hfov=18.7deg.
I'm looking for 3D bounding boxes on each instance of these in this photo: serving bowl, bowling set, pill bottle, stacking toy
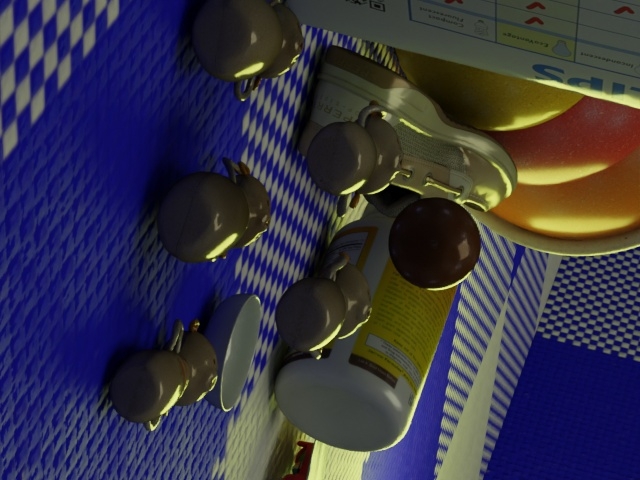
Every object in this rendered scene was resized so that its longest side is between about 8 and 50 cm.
[{"bbox_3d":[-0.067,0.074,1.344,0.083,0.027,0.083,14,90,-79],"label":"serving bowl"},{"bbox_3d":[0.000,0.000,1.185,0.154,0.200,0.287,-16,123,-78],"label":"bowling set"},{"bbox_3d":[0.046,0.063,1.647,0.117,0.117,0.215,89,20,-52],"label":"pill bottle"},{"bbox_3d":[0.170,-0.199,1.683,0.480,0.350,0.351,26,78,-60],"label":"stacking toy"}]

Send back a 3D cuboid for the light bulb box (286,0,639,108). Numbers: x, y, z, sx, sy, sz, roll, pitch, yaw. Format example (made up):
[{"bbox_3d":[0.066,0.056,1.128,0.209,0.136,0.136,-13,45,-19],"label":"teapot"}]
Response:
[{"bbox_3d":[0.156,-0.267,1.183,0.361,0.358,0.225,76,31,-69],"label":"light bulb box"}]

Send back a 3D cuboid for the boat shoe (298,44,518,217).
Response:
[{"bbox_3d":[0.068,-0.065,1.579,0.098,0.109,0.302,-64,152,-1],"label":"boat shoe"}]

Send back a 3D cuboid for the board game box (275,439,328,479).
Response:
[{"bbox_3d":[-0.021,0.218,1.731,0.169,0.033,0.133,76,25,-77],"label":"board game box"}]
